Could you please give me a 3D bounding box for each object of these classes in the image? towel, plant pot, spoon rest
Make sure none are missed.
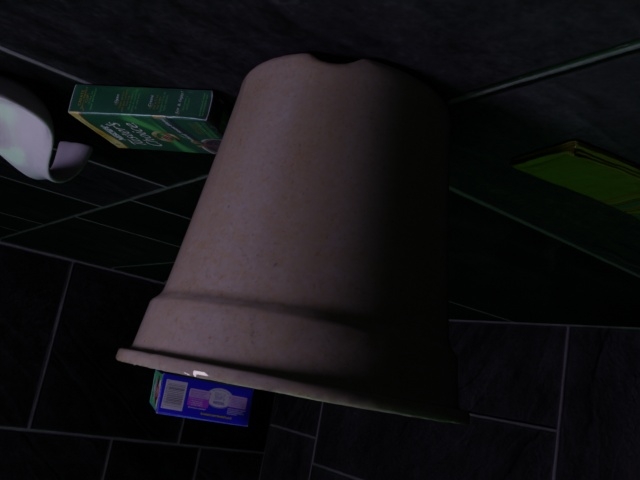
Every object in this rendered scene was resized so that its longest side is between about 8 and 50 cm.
[{"bbox_3d":[0.344,-0.061,0.769,0.237,0.021,0.102,16,166,-24],"label":"towel"},{"bbox_3d":[0.000,0.000,0.663,0.334,0.305,0.334,10,167,2],"label":"plant pot"},{"bbox_3d":[-0.394,-0.141,0.880,0.137,0.084,0.276,9,169,8],"label":"spoon rest"}]

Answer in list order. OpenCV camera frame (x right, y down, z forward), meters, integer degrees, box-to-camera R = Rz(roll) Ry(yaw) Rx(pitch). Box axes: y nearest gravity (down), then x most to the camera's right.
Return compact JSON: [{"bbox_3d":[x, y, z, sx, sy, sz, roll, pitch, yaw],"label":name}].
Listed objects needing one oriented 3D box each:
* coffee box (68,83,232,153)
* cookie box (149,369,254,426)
[{"bbox_3d":[-0.193,-0.143,0.794,0.184,0.040,0.113,7,168,16],"label":"coffee box"},{"bbox_3d":[-0.125,0.160,0.675,0.092,0.040,0.107,14,167,-16],"label":"cookie box"}]
